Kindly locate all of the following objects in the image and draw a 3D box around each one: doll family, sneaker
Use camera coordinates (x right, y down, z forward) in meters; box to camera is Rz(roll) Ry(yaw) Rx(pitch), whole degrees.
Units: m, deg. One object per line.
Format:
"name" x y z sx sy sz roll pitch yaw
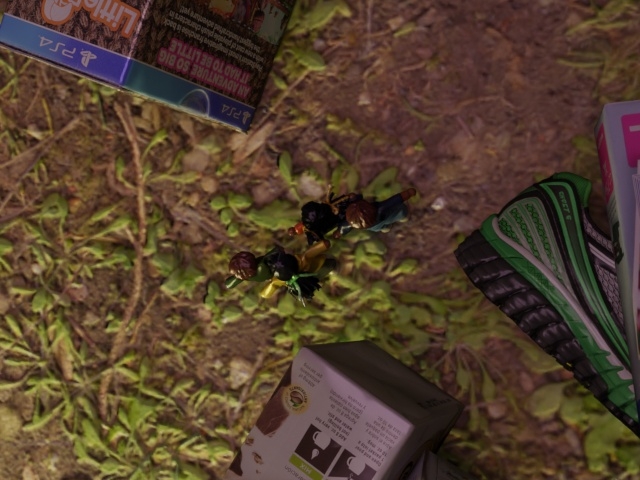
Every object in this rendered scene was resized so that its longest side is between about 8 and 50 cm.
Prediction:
"doll family" 0.000 0.000 0.949 0.193 0.111 0.076 -43 73 14
"sneaker" 0.272 0.078 0.827 0.343 0.134 0.146 44 95 14

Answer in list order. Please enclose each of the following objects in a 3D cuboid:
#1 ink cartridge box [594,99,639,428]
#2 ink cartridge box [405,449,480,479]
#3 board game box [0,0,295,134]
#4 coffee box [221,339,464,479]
"ink cartridge box" 0.312 0.042 0.748 0.186 0.065 0.311 -5 74 6
"ink cartridge box" 0.144 0.367 0.816 0.309 0.130 0.271 31 99 3
"board game box" -0.125 -0.269 0.951 0.141 0.232 0.291 22 94 22
"coffee box" -0.016 0.242 0.911 0.119 0.168 0.297 33 98 20
